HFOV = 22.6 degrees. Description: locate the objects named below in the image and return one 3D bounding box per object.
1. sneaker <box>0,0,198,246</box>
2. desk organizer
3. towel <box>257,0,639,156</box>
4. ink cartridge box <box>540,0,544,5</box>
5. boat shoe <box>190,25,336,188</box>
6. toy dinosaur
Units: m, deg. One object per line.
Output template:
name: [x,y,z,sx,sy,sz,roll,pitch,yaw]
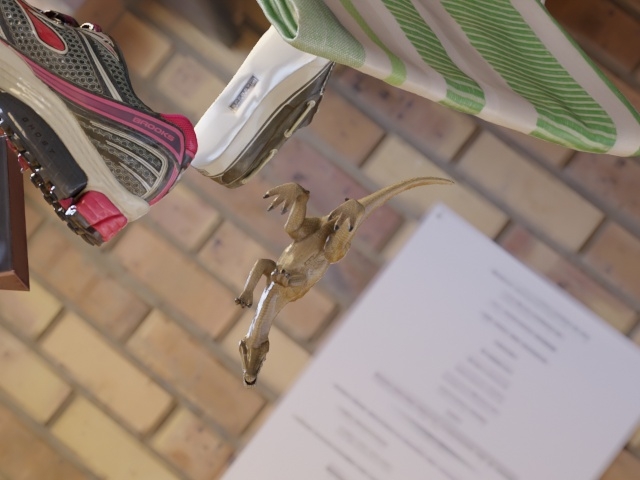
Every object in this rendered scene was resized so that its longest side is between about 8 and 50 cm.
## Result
sneaker: [-0.214,-0.137,1.183,0.299,0.112,0.121,51,168,7]
desk organizer: [-0.281,-0.019,1.375,0.050,0.047,0.130,69,-169,-64]
towel: [0.061,-0.162,1.039,0.325,0.038,0.248,15,-147,-41]
ink cartridge box: [0.146,-0.276,1.584,0.224,0.045,0.223,62,176,18]
boat shoe: [-0.037,-0.143,1.538,0.070,0.219,0.078,33,-166,-46]
toy dinosaur: [0.000,0.000,0.937,0.053,0.183,0.092,38,165,20]
